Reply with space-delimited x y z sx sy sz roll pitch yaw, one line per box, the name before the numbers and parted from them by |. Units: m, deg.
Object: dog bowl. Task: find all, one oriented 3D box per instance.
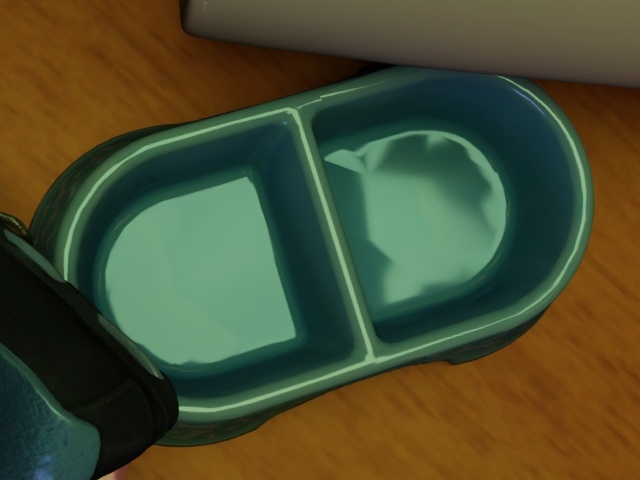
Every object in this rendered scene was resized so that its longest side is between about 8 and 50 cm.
dog bowl | 0.000 0.000 0.750 0.297 0.074 0.165 -17 88 -11

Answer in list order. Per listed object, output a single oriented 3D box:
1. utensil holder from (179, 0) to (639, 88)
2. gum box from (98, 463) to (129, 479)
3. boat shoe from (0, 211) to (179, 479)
utensil holder | 0.139 -0.224 0.677 0.386 0.327 0.327 3 84 -7
gum box | -0.163 0.161 0.710 0.107 0.062 0.188 17 82 -9
boat shoe | -0.167 0.030 0.677 0.258 0.089 0.109 42 122 29
